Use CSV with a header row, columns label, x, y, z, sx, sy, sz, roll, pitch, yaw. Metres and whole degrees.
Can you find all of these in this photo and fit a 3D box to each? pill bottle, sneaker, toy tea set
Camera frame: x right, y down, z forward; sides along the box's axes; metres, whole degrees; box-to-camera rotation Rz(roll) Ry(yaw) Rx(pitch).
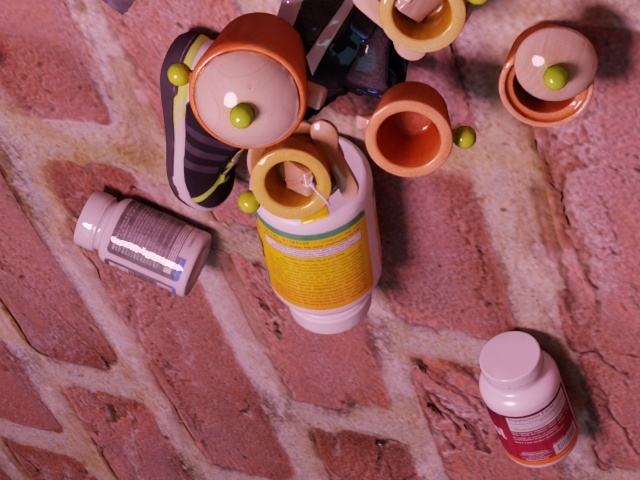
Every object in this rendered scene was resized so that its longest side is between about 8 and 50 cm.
label,x,y,z,sx,sy,sz,roll,pitch,yaw
pill bottle,0.216,0.165,1.750,0.086,0.086,0.152,7,143,29
pill bottle,-0.195,0.001,1.821,0.137,0.078,0.078,24,149,5
pill bottle,0.000,0.000,1.636,0.117,0.118,0.208,16,148,18
sneaker,-0.092,-0.100,1.589,0.097,0.084,0.235,15,148,14
toy tea set,0.050,-0.115,1.331,0.336,0.124,0.200,-20,118,20
sneaker,0.010,-0.134,1.455,0.121,0.079,0.217,24,142,5

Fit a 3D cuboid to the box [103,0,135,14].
label,x,y,z,sx,sy,sz,roll,pitch,yaw
box,-0.160,-0.321,1.166,0.242,0.076,0.307,40,147,-11
